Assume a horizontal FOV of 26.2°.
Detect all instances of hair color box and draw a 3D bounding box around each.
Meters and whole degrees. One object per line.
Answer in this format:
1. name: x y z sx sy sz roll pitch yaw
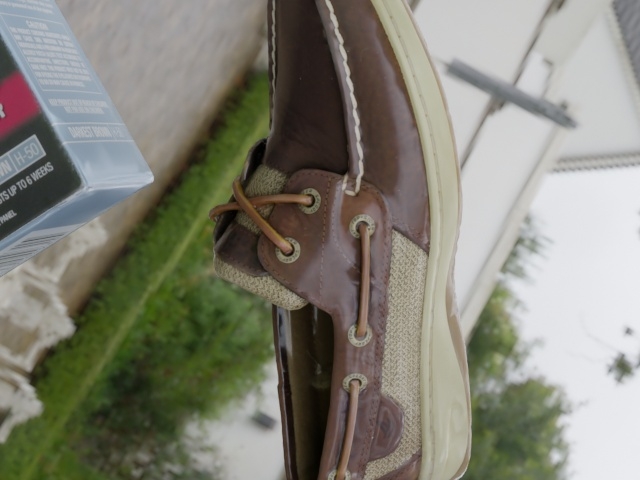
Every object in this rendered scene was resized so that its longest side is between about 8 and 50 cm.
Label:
1. hair color box: -0.278 -0.148 0.806 0.185 0.374 0.113 -31 177 14

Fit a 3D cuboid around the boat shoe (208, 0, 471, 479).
1. boat shoe: 0.000 0.000 0.775 0.123 0.123 0.342 30 -48 58
